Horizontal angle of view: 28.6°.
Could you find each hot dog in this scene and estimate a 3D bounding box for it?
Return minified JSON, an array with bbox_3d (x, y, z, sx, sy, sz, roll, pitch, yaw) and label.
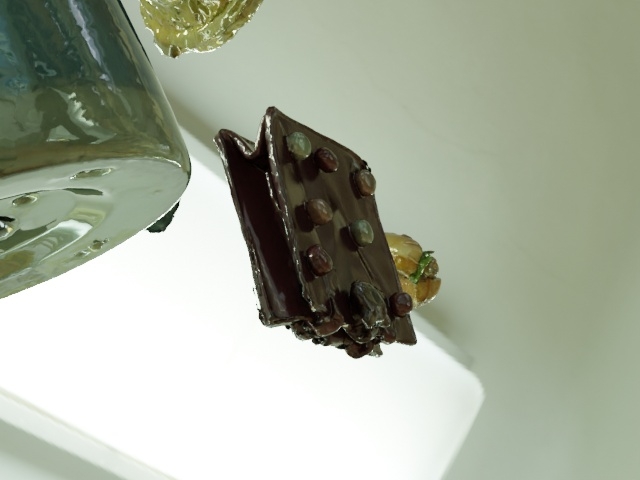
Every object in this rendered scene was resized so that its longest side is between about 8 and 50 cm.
[{"bbox_3d":[0.083,0.030,1.625,0.076,0.250,0.104,-38,-73,-23],"label":"hot dog"}]

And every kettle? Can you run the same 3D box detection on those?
[{"bbox_3d":[-0.250,-0.133,0.696,0.247,0.319,0.342,-21,-100,-16],"label":"kettle"}]

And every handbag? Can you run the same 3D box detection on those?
[{"bbox_3d":[0.002,-0.002,1.131,0.074,0.216,0.203,-28,-26,22],"label":"handbag"}]

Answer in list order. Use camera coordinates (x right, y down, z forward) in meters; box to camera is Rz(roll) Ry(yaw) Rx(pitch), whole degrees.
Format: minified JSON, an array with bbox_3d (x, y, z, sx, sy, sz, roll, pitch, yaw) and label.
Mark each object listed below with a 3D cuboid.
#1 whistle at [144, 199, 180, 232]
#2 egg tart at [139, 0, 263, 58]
[{"bbox_3d":[-0.263,-0.064,1.105,0.062,0.312,0.062,-32,-51,-51],"label":"whistle"},{"bbox_3d":[-0.150,-0.366,1.315,0.132,0.341,0.341,-1,-75,-35],"label":"egg tart"}]
